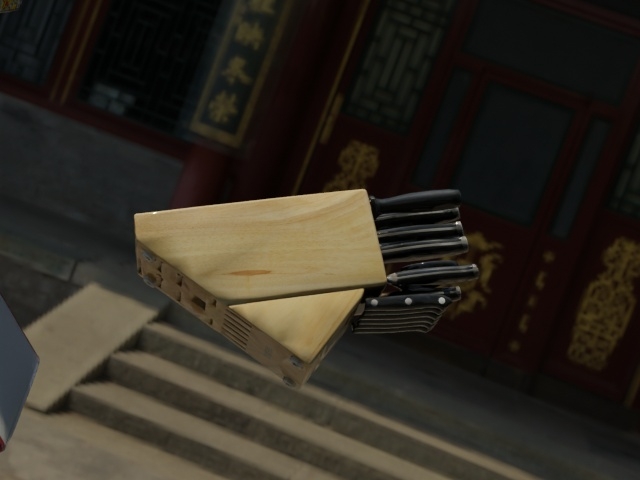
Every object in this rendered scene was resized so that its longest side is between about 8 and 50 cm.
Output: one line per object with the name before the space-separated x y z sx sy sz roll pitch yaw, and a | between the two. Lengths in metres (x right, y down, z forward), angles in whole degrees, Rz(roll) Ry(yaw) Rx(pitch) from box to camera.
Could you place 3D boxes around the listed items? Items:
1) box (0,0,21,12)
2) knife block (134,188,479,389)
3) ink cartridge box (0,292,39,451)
box | -0.254 -0.242 0.463 0.177 0.289 0.279 12 17 11
knife block | 0.000 0.000 1.043 0.276 0.242 0.088 35 -23 6
ink cartridge box | -0.302 0.089 0.745 0.127 0.176 0.128 -96 162 -66
